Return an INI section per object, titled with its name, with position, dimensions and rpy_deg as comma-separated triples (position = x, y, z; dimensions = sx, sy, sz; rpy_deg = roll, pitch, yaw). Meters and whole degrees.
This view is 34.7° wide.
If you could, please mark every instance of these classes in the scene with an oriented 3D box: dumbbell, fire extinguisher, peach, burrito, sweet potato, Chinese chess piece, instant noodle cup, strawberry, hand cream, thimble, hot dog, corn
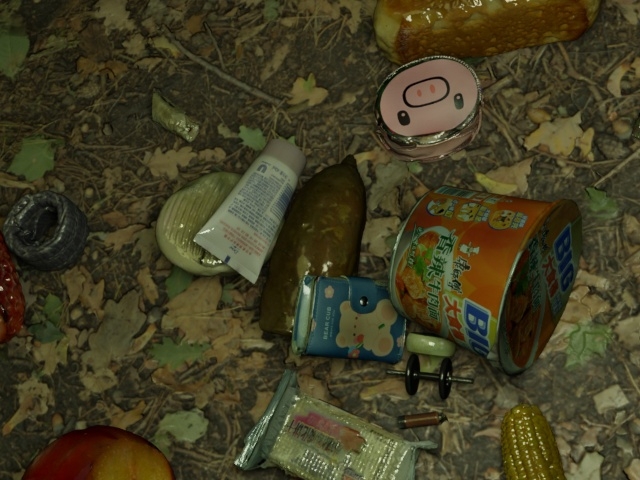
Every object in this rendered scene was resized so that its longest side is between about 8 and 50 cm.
[dumbbell]
position = 0.179, 0.224, 1.687
dimensions = 0.147, 0.069, 0.069
rpy_deg = 3, 71, 20
[fire extinguisher]
position = 0.170, 0.297, 1.687
dimensions = 0.083, 0.022, 0.028
rpy_deg = -9, 31, 14
[peach]
position = -0.348, 0.472, 1.654
dimensions = 0.281, 0.281, 0.338
rpy_deg = -37, 55, 2
[burrito]
position = -0.296, -0.244, 2.037
dimensions = 0.055, 0.041, 0.149
rpy_deg = -42, 59, -15
[sweet potato]
position = 0.000, 0.000, 1.787
dimensions = 0.158, 0.158, 0.370
rpy_deg = 7, 73, 21
[Chinese chess piece]
position = 0.183, 0.173, 1.697
dimensions = 0.084, 0.084, 0.034
rpy_deg = 6, 88, 20
[instant noodle cup]
position = 0.256, 0.046, 1.625
dimensions = 0.214, 0.296, 0.296
rpy_deg = 19, 77, 32
[strawberry]
position = -0.670, 0.055, 1.992
dimensions = 0.280, 0.150, 0.253
rpy_deg = 15, 104, 20
[hand cream]
position = -0.109, -0.057, 1.794
dimensions = 0.133, 0.083, 0.248
rpy_deg = 38, 65, -16
[thimble]
position = -0.533, -0.018, 1.998
dimensions = 0.150, 0.098, 0.150
rpy_deg = -6, 69, 15
[hot dog]
position = 0.290, -0.461, 1.844
dimensions = 0.405, 0.185, 0.223
rpy_deg = -9, 69, 15
[corn]
position = 0.334, 0.396, 1.554
dimensions = 0.102, 0.102, 0.313
rpy_deg = -19, 65, 11

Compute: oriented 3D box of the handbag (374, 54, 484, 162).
[handbag]
position = 0.192, -0.233, 1.829
dimensions = 0.205, 0.116, 0.179
rpy_deg = -15, 67, 11

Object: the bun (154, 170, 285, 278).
[bun]
position = -0.179, -0.021, 1.872
dimensions = 0.237, 0.116, 0.210
rpy_deg = 6, 63, -4

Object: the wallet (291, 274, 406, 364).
[wallet]
position = 0.052, 0.128, 1.690
dimensions = 0.059, 0.202, 0.141
rpy_deg = 3, 85, 57

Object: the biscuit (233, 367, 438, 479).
[biscuit]
position = 0.023, 0.351, 1.687
dimensions = 0.309, 0.079, 0.186
rpy_deg = 23, 77, 23

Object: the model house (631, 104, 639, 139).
[model house]
position = 0.570, -0.209, 1.736
dimensions = 0.058, 0.057, 0.083
rpy_deg = 25, 58, -1
